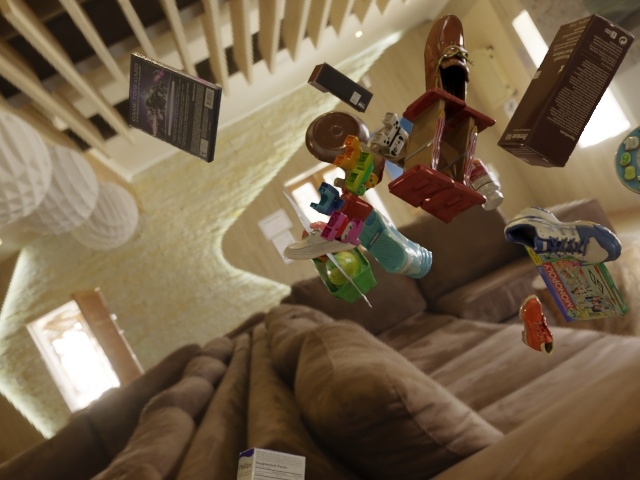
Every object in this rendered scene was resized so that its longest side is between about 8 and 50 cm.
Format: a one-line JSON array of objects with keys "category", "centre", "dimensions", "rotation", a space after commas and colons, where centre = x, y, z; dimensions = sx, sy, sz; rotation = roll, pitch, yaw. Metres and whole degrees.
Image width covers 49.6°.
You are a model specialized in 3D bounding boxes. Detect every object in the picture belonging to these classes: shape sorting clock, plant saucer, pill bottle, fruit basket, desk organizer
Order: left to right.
[{"category": "fruit basket", "centre": [0.014, 0.032, 2.205], "dimensions": [0.165, 0.353, 0.327], "rotation": [-43, 37, 8]}, {"category": "plant saucer", "centre": [0.049, -0.327, 2.121], "dimensions": [0.198, 0.199, 0.036], "rotation": [-30, -25, -9]}, {"category": "desk organizer", "centre": [0.041, -0.320, 1.456], "dimensions": [0.047, 0.130, 0.050], "rotation": [-63, 24, -4]}, {"category": "pill bottle", "centre": [0.484, -0.167, 2.082], "dimensions": [0.086, 0.152, 0.086], "rotation": [-20, -30, -12]}, {"category": "shape sorting clock", "centre": [0.740, -0.186, 1.491], "dimensions": [0.206, 0.040, 0.206], "rotation": [-24, 45, 26]}]

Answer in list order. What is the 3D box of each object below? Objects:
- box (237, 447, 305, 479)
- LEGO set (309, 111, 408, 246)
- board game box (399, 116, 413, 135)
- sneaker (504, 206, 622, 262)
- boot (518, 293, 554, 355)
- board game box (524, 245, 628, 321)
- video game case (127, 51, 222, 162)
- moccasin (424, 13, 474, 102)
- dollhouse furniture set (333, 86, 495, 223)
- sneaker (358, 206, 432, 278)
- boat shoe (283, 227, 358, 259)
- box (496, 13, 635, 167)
[{"category": "box", "centre": [-0.106, 0.519, 1.456], "dimensions": [0.126, 0.137, 0.072], "rotation": [19, -32, -25]}, {"category": "LEGO set", "centre": [0.066, -0.092, 1.132], "dimensions": [0.087, 0.093, 0.227], "rotation": [21, 80, 47]}, {"category": "board game box", "centre": [0.231, -0.233, 1.652], "dimensions": [0.169, 0.133, 0.033], "rotation": [-52, 3, -26]}, {"category": "sneaker", "centre": [0.619, 0.008, 1.794], "dimensions": [0.131, 0.112, 0.296], "rotation": [-30, 35, -34]}, {"category": "boot", "centre": [0.524, 0.203, 1.656], "dimensions": [0.059, 0.158, 0.084], "rotation": [-25, 31, -13]}, {"category": "board game box", "centre": [0.834, 0.118, 2.264], "dimensions": [0.213, 0.317, 0.046], "rotation": [-18, 18, 50]}, {"category": "video game case", "centre": [-0.369, -0.333, 1.728], "dimensions": [0.026, 0.274, 0.196], "rotation": [-35, -35, -51]}, {"category": "moccasin", "centre": [0.377, -0.492, 2.022], "dimensions": [0.139, 0.380, 0.147], "rotation": [21, -21, -26]}, {"category": "dollhouse furniture set", "centre": [0.171, -0.126, 1.422], "dimensions": [0.374, 0.152, 0.201], "rotation": [-32, 38, 56]}, {"category": "sneaker", "centre": [0.251, 0.017, 2.320], "dimensions": [0.208, 0.319, 0.127], "rotation": [20, -62, -40]}, {"category": "boat shoe", "centre": [0.000, 0.000, 1.649], "dimensions": [0.184, 0.063, 0.066], "rotation": [-9, 24, -5]}, {"category": "box", "centre": [0.648, -0.393, 1.854], "dimensions": [0.382, 0.143, 0.191], "rotation": [-64, 11, 3]}]
